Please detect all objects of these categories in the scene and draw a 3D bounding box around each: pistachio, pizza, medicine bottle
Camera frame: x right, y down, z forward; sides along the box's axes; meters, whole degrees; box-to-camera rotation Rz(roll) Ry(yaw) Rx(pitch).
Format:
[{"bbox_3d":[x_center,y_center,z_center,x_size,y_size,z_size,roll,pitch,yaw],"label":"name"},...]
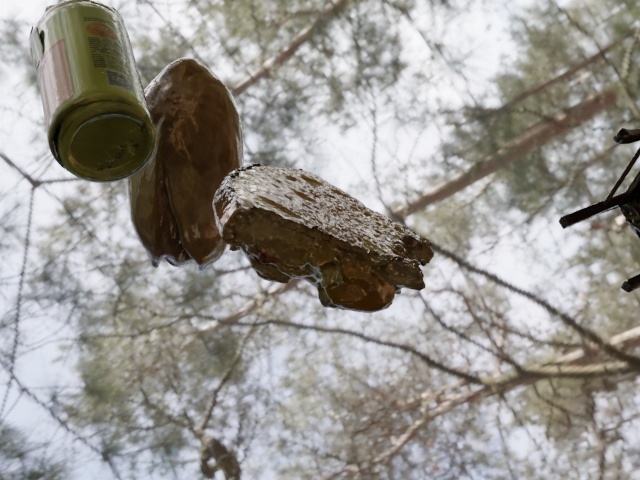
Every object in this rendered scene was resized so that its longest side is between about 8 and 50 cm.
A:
[{"bbox_3d":[-0.182,-0.101,1.390,0.181,0.162,0.293,-43,-46,-72],"label":"pistachio"},{"bbox_3d":[0.000,0.000,1.025,0.223,0.089,0.323,29,-167,3],"label":"pizza"},{"bbox_3d":[-0.266,-0.182,1.170,0.124,0.124,0.239,23,-151,-38],"label":"medicine bottle"}]

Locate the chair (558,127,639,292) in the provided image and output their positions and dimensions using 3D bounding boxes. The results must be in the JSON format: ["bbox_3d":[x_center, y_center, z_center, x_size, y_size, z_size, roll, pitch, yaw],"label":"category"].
[{"bbox_3d":[0.483,-0.059,1.324,0.319,0.186,0.160,-15,-125,-37],"label":"chair"}]
